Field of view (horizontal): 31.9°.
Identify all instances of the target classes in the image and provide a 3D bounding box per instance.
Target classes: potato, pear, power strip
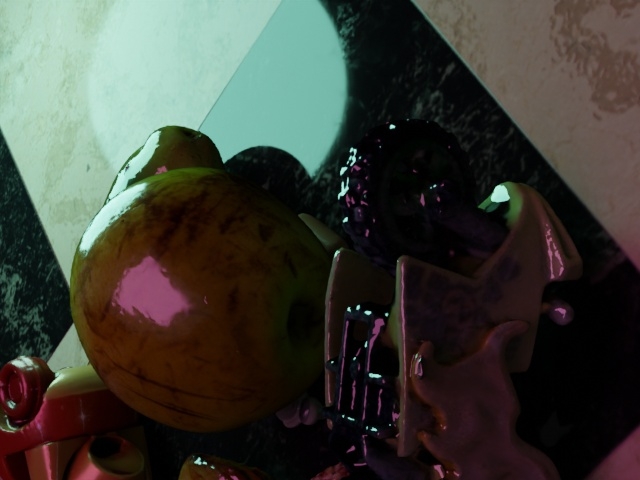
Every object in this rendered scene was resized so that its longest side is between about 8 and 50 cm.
[{"bbox_3d":[-0.196,-0.018,1.340,0.169,0.143,0.248,34,108,37],"label":"potato"},{"bbox_3d":[-0.113,0.059,1.152,0.283,0.283,0.284,-9,77,45],"label":"pear"},{"bbox_3d":[-0.021,0.177,1.212,0.083,0.035,0.055,11,92,60],"label":"power strip"}]

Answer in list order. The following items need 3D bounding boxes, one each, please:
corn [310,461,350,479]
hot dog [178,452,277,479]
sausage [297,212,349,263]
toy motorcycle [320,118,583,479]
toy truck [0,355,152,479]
[{"bbox_3d":[-0.045,0.309,1.107,0.237,0.079,0.079,-38,46,-14],"label":"corn"},{"bbox_3d":[-0.115,0.372,1.207,0.196,0.122,0.272,0,76,50],"label":"hot dog"},{"bbox_3d":[0.000,0.000,1.211,0.083,0.034,0.034,37,110,41],"label":"sausage"},{"bbox_3d":[0.105,0.110,0.943,0.168,0.236,0.410,8,92,62],"label":"toy motorcycle"},{"bbox_3d":[-0.324,0.265,1.406,0.264,0.189,0.239,-23,76,42],"label":"toy truck"}]
